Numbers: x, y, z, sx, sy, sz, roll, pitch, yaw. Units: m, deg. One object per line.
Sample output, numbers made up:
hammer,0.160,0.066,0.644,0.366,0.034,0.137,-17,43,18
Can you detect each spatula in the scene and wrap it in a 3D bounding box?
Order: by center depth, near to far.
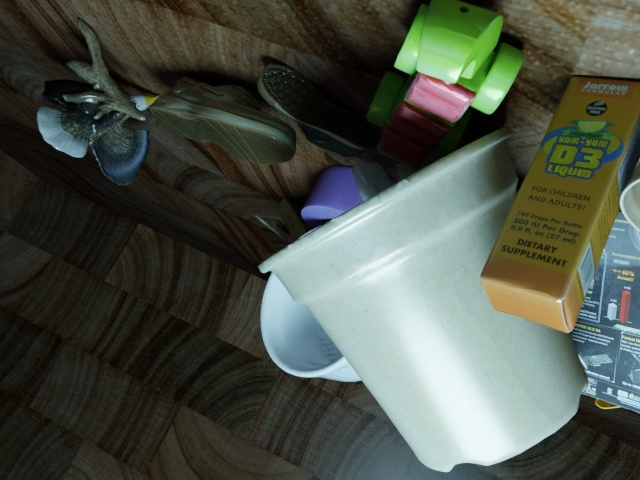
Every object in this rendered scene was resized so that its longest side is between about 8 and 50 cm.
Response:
spatula,0.159,-0.037,0.931,0.168,0.019,0.242,-7,137,22

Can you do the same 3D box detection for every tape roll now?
tape roll,0.104,-0.030,1.122,0.275,0.090,0.275,24,166,7

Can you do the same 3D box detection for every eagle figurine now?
eagle figurine,-0.414,-0.237,1.129,0.225,0.226,0.298,11,169,-26

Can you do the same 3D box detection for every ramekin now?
ramekin,0.035,0.120,1.062,0.277,0.277,0.135,12,167,47

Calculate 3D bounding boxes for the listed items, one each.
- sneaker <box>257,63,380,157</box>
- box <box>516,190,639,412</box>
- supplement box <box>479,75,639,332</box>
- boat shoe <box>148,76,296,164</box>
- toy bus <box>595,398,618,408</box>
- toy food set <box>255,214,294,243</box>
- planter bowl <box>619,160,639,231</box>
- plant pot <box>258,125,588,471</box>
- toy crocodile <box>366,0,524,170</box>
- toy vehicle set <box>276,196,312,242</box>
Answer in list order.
sneaker,-0.014,-0.175,0.854,0.192,0.064,0.086,27,162,-16
box,0.319,0.065,0.776,0.077,0.242,0.308,-13,-162,-43
supplement box,0.231,-0.039,0.547,0.078,0.233,0.080,16,158,36
boat shoe,-0.146,-0.202,0.931,0.302,0.098,0.109,21,161,37
toy bus,0.456,0.115,0.872,0.212,0.220,0.149,1,148,-42
toy food set,-0.050,-0.008,1.356,0.132,0.038,0.192,36,-179,42
planter bowl,0.358,-0.059,0.501,0.162,0.109,0.162,25,166,7
plant pot,0.145,0.081,0.707,0.305,0.334,0.334,61,164,0
toy crocodile,0.116,-0.146,0.638,0.115,0.105,0.340,27,167,0
toy vehicle set,0.000,0.000,1.304,0.166,0.035,0.267,32,-169,-25
